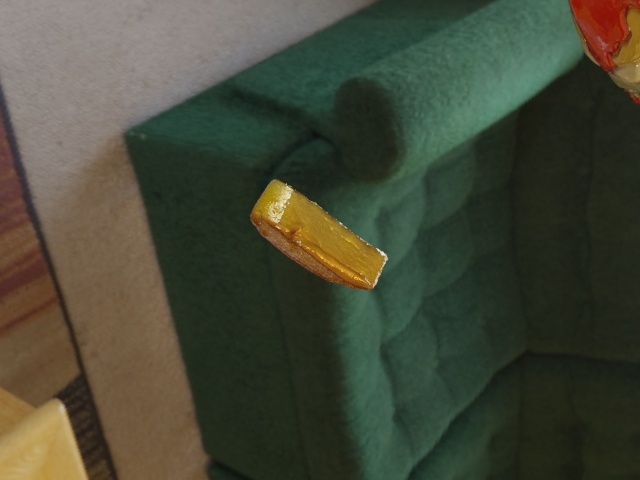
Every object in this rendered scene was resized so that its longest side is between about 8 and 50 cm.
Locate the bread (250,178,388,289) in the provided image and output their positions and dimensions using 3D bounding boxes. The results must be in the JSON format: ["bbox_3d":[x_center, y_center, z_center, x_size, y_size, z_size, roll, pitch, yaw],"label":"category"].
[{"bbox_3d":[0.000,0.000,1.450,0.245,0.102,0.094,35,81,-27],"label":"bread"}]

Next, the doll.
[{"bbox_3d":[0.161,-0.107,0.452,0.057,0.109,0.169,-41,127,8],"label":"doll"}]
